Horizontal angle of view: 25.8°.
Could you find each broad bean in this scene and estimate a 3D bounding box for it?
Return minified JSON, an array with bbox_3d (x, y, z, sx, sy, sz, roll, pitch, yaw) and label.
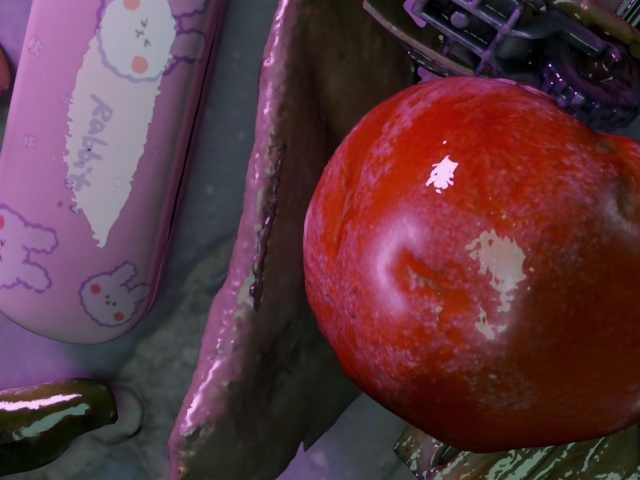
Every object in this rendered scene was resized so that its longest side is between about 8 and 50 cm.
[{"bbox_3d":[-0.286,0.091,0.934,0.292,0.049,0.144,29,108,1],"label":"broad bean"}]

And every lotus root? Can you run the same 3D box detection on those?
[{"bbox_3d":[0.145,0.135,0.867,0.144,0.070,0.143,-42,72,10],"label":"lotus root"}]

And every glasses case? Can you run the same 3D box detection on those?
[{"bbox_3d":[-0.134,-0.080,0.878,0.113,0.075,0.296,14,100,4],"label":"glasses case"}]

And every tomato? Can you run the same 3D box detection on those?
[{"bbox_3d":[0.100,0.021,0.757,0.232,0.232,0.188,25,91,5],"label":"tomato"}]

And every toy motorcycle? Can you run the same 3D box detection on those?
[{"bbox_3d":[0.098,-0.155,0.812,0.229,0.130,0.094,32,132,0],"label":"toy motorcycle"}]

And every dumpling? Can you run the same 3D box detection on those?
[{"bbox_3d":[-0.005,-0.001,0.864,0.086,0.166,0.332,10,81,49],"label":"dumpling"}]

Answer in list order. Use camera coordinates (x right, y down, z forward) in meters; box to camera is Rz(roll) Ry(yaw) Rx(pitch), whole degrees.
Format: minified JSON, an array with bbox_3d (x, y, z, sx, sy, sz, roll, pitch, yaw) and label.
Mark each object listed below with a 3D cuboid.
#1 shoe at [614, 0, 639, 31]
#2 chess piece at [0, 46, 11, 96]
[{"bbox_3d":[0.219,-0.157,0.827,0.062,0.053,0.159,35,104,7],"label":"shoe"},{"bbox_3d":[-0.291,-0.083,0.896,0.170,0.094,0.094,-35,91,15],"label":"chess piece"}]
